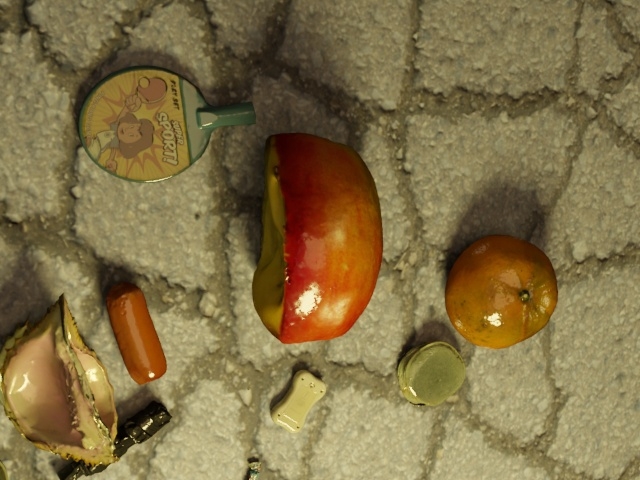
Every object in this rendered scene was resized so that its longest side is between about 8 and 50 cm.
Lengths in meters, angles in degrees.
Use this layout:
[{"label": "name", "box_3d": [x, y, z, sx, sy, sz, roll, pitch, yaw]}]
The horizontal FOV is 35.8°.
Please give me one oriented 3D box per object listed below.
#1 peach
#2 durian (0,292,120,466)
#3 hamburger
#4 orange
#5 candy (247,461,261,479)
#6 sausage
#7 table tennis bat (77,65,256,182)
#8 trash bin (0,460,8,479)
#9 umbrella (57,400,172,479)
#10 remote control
[{"label": "peach", "box_3d": [0.000, 0.000, 1.821, 0.242, 0.306, 0.381, 7, 89, -12]}, {"label": "durian", "box_3d": [-0.482, 0.263, 1.769, 0.195, 0.185, 0.305, -21, 98, 4]}, {"label": "hamburger", "box_3d": [0.226, 0.273, 2.042, 0.140, 0.062, 0.133, -40, 110, -12]}, {"label": "orange", "box_3d": [0.371, 0.107, 2.013, 0.240, 0.171, 0.240, -2, 98, -17]}, {"label": "candy", "box_3d": [-0.137, 0.479, 1.965, 0.030, 0.020, 0.083, 14, 93, -19]}, {"label": "sausage", "box_3d": [-0.344, 0.172, 1.838, 0.076, 0.076, 0.198, -20, 100, -15]}, {"label": "table tennis bat", "box_3d": [-0.282, -0.220, 1.836, 0.329, 0.044, 0.215, -8, 97, -16]}, {"label": "trash bin", "box_3d": [-0.643, 0.411, 1.674, 0.243, 0.247, 0.121, 36, 82, -17]}, {"label": "umbrella", "box_3d": [-0.386, 0.386, 1.856, 0.235, 0.059, 0.066, -36, 148, -8]}, {"label": "remote control", "box_3d": [-0.044, 0.320, 1.973, 0.074, 0.032, 0.122, 37, 83, -18]}]
